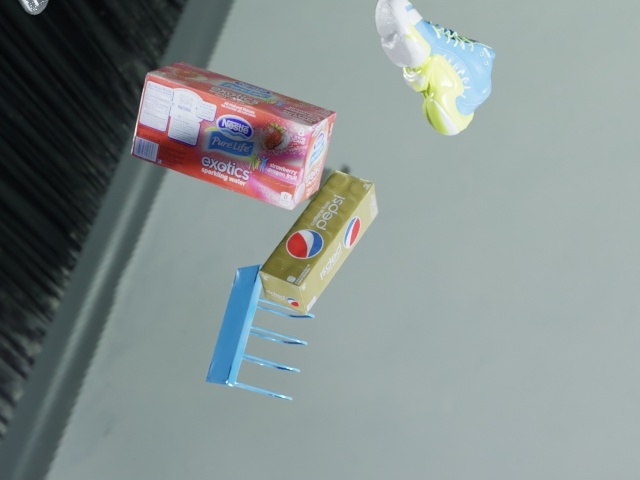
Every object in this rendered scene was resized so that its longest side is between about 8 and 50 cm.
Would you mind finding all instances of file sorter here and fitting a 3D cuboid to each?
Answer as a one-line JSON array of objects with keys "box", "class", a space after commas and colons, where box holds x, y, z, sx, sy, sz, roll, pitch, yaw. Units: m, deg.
[{"box": [-0.078, 0.131, 1.746, 0.118, 0.104, 0.170, 170, 117, -70], "class": "file sorter"}]

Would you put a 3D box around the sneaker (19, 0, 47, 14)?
[{"box": [-0.338, -0.303, 1.384, 0.044, 0.109, 0.040, -15, 8, 42], "class": "sneaker"}]

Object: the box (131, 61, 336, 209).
[{"box": [-0.122, -0.152, 1.761, 0.257, 0.128, 0.122, 19, 22, 13], "class": "box"}]

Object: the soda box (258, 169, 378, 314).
[{"box": [0.000, 0.000, 1.519, 0.061, 0.058, 0.181, 21, 57, 25], "class": "soda box"}]

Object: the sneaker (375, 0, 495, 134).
[{"box": [0.170, -0.272, 1.762, 0.126, 0.240, 0.091, -39, 36, -13], "class": "sneaker"}]
